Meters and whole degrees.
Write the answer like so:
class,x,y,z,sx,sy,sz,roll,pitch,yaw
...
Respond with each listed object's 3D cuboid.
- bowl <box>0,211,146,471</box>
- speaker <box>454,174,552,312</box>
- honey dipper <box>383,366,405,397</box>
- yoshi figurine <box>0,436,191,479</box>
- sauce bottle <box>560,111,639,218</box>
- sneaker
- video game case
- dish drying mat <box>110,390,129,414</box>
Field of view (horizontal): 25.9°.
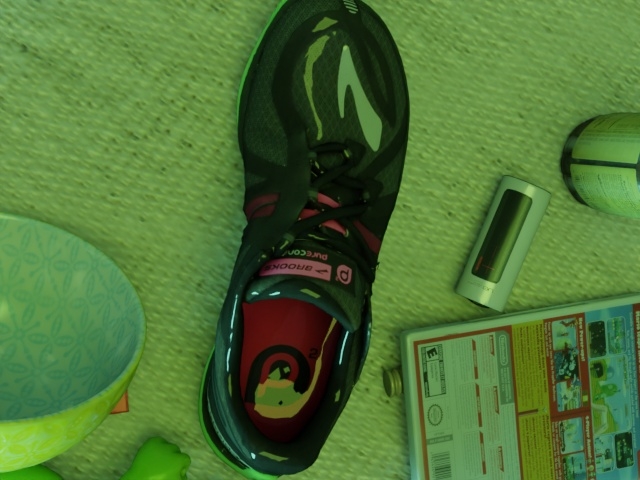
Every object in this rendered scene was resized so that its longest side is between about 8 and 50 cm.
class,x,y,z,sx,sy,sz,roll,pitch,yaw
bowl,-0.311,0.117,1.264,0.289,0.289,0.156,7,126,-13
speaker,0.189,0.005,1.443,0.055,0.055,0.136,23,90,-13
honey dipper,0.146,0.137,1.457,0.160,0.030,0.030,-9,97,-13
yoshi figurine,-0.200,0.293,1.351,0.362,0.204,0.203,14,51,1
sauce bottle,0.342,-0.066,1.322,0.111,0.344,0.111,-2,97,-13
sneaker,0.000,0.000,1.325,0.185,0.202,0.483,6,94,-13
video game case,0.225,0.174,1.462,0.285,0.025,0.204,-8,99,-17
dish drying mat,-0.233,0.159,1.387,0.083,0.008,0.032,-4,95,-11
